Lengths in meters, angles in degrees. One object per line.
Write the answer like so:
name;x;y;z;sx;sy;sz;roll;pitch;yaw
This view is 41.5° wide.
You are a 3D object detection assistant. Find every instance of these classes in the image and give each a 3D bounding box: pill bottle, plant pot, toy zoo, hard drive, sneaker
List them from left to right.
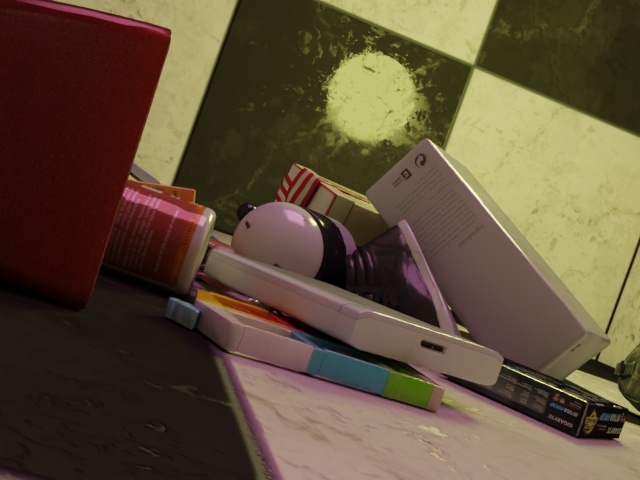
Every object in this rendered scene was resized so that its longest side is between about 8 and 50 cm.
plant pot;-0.326;-0.113;0.815;0.236;0.267;0.267;16;2;-28
pill bottle;-0.254;-0.018;1.085;0.216;0.121;0.121;20;1;-4
toy zoo;-0.030;0.112;0.935;0.293;0.030;0.192;20;1;-19
hard drive;0.029;0.091;1.080;0.233;0.047;0.353;20;-2;-35
sneaker;0.131;0.114;1.382;0.104;0.147;0.295;57;9;-56

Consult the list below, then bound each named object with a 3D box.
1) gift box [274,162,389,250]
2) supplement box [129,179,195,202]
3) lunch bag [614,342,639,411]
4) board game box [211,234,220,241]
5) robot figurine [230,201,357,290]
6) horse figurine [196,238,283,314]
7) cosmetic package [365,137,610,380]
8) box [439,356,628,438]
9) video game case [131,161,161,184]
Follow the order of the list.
gift box;0.000;0.000;1.785;0.258;0.255;0.276;21;6;-32
supplement box;-0.323;-0.054;1.349;0.234;0.078;0.080;6;-14;-18
lunch bag;0.789;0.302;1.709;0.305;0.212;0.256;22;-16;-4
board game box;-0.338;-0.080;1.591;0.390;0.050;0.390;37;-4;-13
robot figurine;-0.042;0.029;1.480;0.209;0.173;0.278;4;-6;25
horse figurine;-0.177;0.037;1.301;0.175;0.066;0.263;11;8;-31
cosmetic package;0.302;0.047;1.536;0.453;0.161;0.230;55;17;26
box;0.310;0.219;1.222;0.220;0.051;0.175;21;1;38
video game case;-0.420;-0.173;1.729;0.212;0.023;0.193;37;-6;-12
